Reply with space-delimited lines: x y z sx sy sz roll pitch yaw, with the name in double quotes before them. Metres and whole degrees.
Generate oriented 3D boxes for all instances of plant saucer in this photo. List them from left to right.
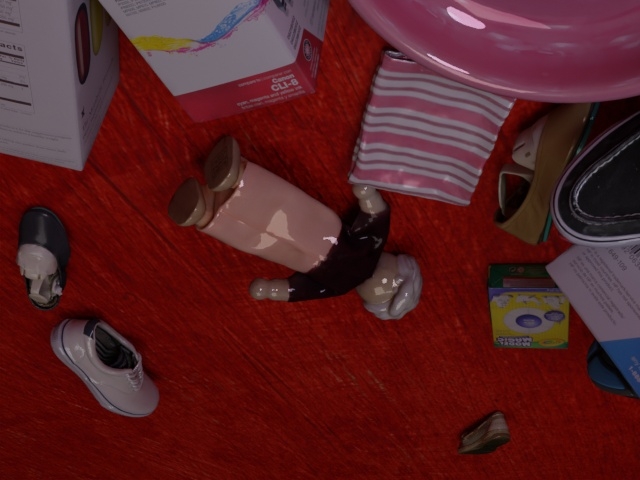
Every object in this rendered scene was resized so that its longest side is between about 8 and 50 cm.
"plant saucer" 0.166 -0.232 0.662 0.332 0.084 0.332 16 157 7

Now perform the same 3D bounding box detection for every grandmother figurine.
"grandmother figurine" 0.000 0.000 1.073 0.342 0.104 0.208 31 125 -32

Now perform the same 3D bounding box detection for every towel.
"towel" 0.113 -0.110 0.931 0.144 0.029 0.197 11 140 -3

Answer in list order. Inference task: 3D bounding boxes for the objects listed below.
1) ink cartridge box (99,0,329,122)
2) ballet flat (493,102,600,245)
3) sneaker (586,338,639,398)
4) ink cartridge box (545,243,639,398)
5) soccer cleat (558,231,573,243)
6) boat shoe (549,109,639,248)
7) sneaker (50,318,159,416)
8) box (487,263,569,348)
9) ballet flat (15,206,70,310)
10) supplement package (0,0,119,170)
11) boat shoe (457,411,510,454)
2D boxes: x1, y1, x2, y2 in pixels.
"ink cartridge box" -0.089 -0.214 0.752 0.127 0.128 0.176 -9 142 24
"ballet flat" 0.228 -0.073 0.935 0.073 0.080 0.232 19 146 12
"sneaker" 0.522 0.154 1.152 0.341 0.125 0.140 -15 144 34
"ink cartridge box" 0.401 0.033 0.822 0.270 0.198 0.197 -42 144 20
"soccer cleat" 0.323 -0.060 0.929 0.095 0.083 0.248 10 148 6
"boat shoe" 0.321 -0.079 0.712 0.306 0.113 0.105 -22 170 27
"sneaker" -0.333 0.216 1.458 0.091 0.094 0.258 -6 142 28
"box" 0.281 0.097 1.195 0.105 0.043 0.179 -1 146 15
"ballet flat" -0.386 0.037 1.233 0.074 0.074 0.203 13 145 -5
"supplement package" -0.266 -0.200 0.803 0.134 0.139 0.244 13 146 -3
"boat shoe" 0.284 0.342 1.554 0.056 0.048 0.153 3 154 -13
